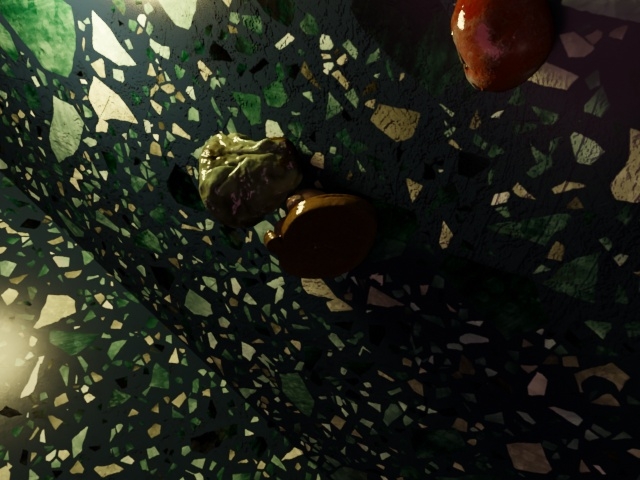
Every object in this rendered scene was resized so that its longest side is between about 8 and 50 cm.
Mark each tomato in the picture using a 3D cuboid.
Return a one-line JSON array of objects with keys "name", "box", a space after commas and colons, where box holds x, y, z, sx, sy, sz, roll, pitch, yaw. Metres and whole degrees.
[{"name": "tomato", "box": [0.376, -0.425, 0.971, 0.189, 0.232, 0.232, -17, 109, 21]}]

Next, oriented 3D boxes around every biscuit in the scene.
[{"name": "biscuit", "box": [-0.002, -0.008, 1.447, 0.351, 0.070, 0.394, 3, 144, -19]}]

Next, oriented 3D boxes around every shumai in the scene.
[{"name": "shumai", "box": [-0.195, -0.208, 1.446, 0.263, 0.304, 0.309, -18, 110, 28]}]

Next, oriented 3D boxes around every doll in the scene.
[{"name": "doll", "box": [-0.062, -0.071, 1.548, 0.303, 0.201, 0.156, -51, 44, 48]}]
